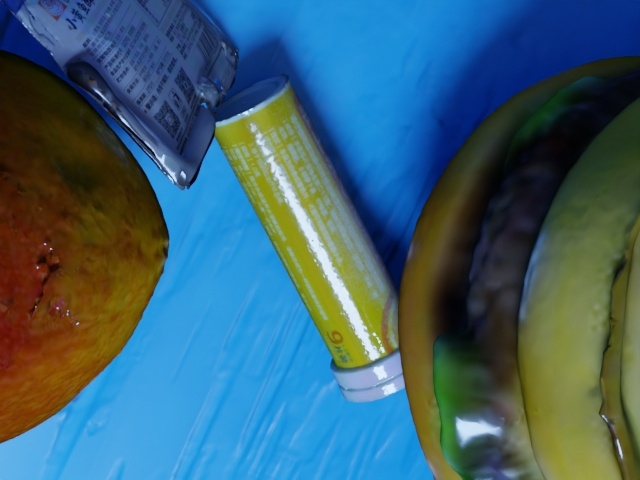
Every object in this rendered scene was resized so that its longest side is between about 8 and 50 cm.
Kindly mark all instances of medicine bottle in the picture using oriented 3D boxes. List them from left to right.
[{"bbox_3d":[0.000,0.000,1.182,0.074,0.074,0.218,-31,108,-9],"label":"medicine bottle"}]

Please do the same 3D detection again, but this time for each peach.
[{"bbox_3d":[-0.219,0.007,1.008,0.281,0.281,0.238,-2,101,-17],"label":"peach"}]

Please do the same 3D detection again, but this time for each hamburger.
[{"bbox_3d":[0.255,0.059,1.157,0.395,0.277,0.396,-2,94,-29],"label":"hamburger"}]

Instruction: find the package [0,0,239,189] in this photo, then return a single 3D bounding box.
[{"bbox_3d":[-0.118,-0.134,1.075,0.027,0.171,0.173,-34,112,30],"label":"package"}]
